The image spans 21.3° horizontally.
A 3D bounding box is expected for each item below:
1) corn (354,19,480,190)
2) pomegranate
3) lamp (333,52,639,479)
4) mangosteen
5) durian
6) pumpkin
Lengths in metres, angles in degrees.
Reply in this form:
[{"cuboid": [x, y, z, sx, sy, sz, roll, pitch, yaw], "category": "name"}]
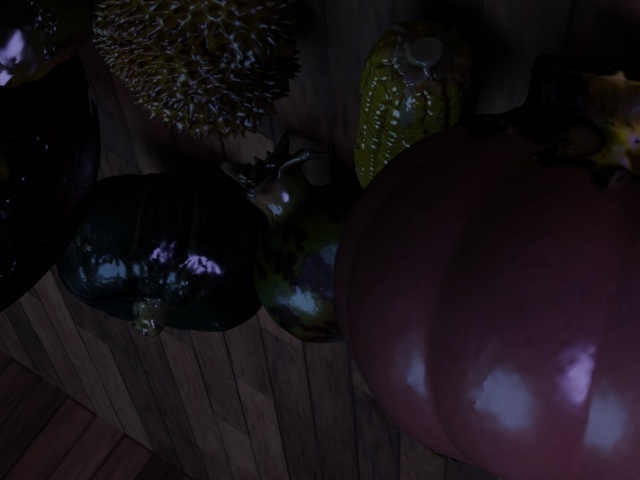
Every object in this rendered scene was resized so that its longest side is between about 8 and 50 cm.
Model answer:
[{"cuboid": [0.062, -0.081, 1.155, 0.080, 0.080, 0.238, 34, 164, 8], "category": "corn"}, {"cuboid": [0.007, -0.001, 1.377, 0.148, 0.148, 0.169, 7, 120, 55], "category": "pomegranate"}, {"cuboid": [0.161, 0.016, 0.970, 0.305, 0.239, 0.305, 7, -166, -2], "category": "lamp"}, {"cuboid": [-0.359, -0.117, 1.433, 0.381, 0.421, 0.381, 22, -160, -8], "category": "mangosteen"}, {"cuboid": [-0.084, -0.143, 1.191, 0.168, 0.137, 0.158, 17, 133, 25], "category": "durian"}, {"cuboid": [-0.144, 0.016, 1.590, 0.212, 0.152, 0.211, -1, 171, 0], "category": "pumpkin"}]
